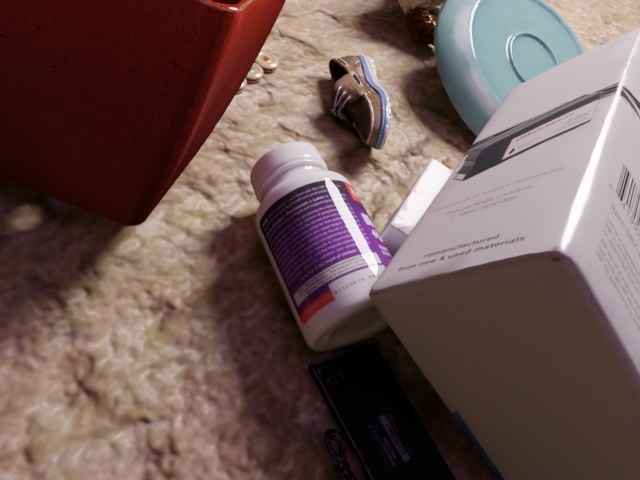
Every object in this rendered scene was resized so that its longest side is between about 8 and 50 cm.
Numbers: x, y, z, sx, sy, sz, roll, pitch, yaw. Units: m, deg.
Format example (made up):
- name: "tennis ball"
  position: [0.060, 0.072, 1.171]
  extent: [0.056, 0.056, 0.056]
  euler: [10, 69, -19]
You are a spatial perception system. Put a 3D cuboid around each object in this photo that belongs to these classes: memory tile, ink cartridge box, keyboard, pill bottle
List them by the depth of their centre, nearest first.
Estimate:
- name: "keyboard"
  position: [0.048, 0.182, 0.471]
  extent: [0.108, 0.023, 0.180]
  euler: [-13, 60, -36]
- name: "ink cartridge box"
  position: [0.260, 0.019, 0.515]
  extent: [0.285, 0.166, 0.395]
  euler: [55, 49, -16]
- name: "pill bottle"
  position: [0.000, 0.000, 0.531]
  extent: [0.108, 0.108, 0.193]
  euler: [-11, 60, -28]
- name: "ink cartridge box"
  position: [0.114, 0.001, 0.586]
  extent: [0.090, 0.092, 0.143]
  euler: [33, 51, 4]
- name: "memory tile"
  position: [-0.138, -0.262, 0.735]
  extent: [0.148, 0.012, 0.113]
  euler: [37, 50, 9]

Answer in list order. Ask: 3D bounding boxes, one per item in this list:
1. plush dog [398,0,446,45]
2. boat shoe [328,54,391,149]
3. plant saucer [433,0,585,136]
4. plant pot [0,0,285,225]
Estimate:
- name: "plush dog"
  position: [0.199, -0.455, 0.904]
  extent: [0.211, 0.262, 0.225]
  euler: [12, 31, 31]
- name: "boat shoe"
  position: [0.046, -0.186, 0.723]
  extent: [0.066, 0.066, 0.183]
  euler: [3, 44, -14]
- name: "plant saucer"
  position: [0.316, -0.265, 0.826]
  extent: [0.318, 0.044, 0.317]
  euler: [8, 72, -25]
- name: "plant pot"
  position: [-0.194, -0.174, 0.482]
  extent: [0.267, 0.235, 0.267]
  euler: [22, 36, -5]
